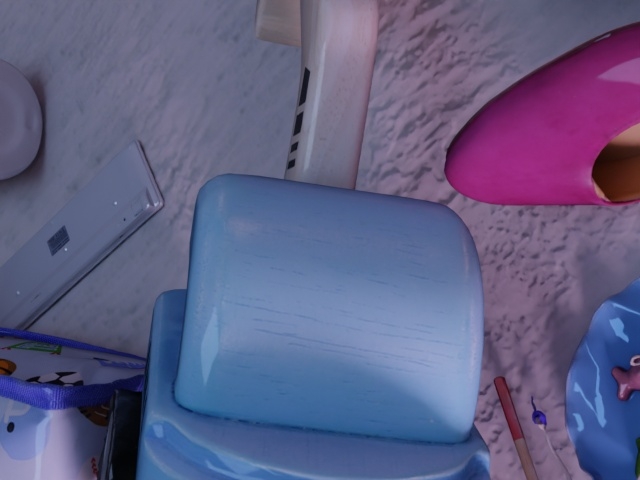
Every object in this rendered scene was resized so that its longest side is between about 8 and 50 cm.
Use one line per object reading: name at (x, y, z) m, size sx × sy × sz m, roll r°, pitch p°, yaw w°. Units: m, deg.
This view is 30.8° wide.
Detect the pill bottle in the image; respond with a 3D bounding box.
pill bottle at (-0.379, -0.103, 1.127) m, size 0.209 × 0.119 × 0.119 m, roll -8°, pitch 80°, yaw 38°

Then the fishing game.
fishing game at (0.222, 0.099, 0.674) m, size 0.264 × 0.041 × 0.189 m, roll -30°, pitch 63°, yaw 30°

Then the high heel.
high heel at (0.237, -0.030, 0.614) m, size 0.377 × 0.127 × 0.181 m, roll -16°, pitch 63°, yaw 34°

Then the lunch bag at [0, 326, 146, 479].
lunch bag at (-0.284, 0.234, 0.939) m, size 0.386 × 0.239 × 0.327 m, roll 4°, pitch 89°, yaw 32°

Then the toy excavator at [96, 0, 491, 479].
toy excavator at (0.000, 0.000, 0.713) m, size 0.433 × 0.223 × 0.445 m, roll -113°, pitch 33°, yaw -73°

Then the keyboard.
keyboard at (-0.237, 0.009, 1.070) m, size 0.256 × 0.014 × 0.072 m, roll -38°, pitch 58°, yaw 28°
